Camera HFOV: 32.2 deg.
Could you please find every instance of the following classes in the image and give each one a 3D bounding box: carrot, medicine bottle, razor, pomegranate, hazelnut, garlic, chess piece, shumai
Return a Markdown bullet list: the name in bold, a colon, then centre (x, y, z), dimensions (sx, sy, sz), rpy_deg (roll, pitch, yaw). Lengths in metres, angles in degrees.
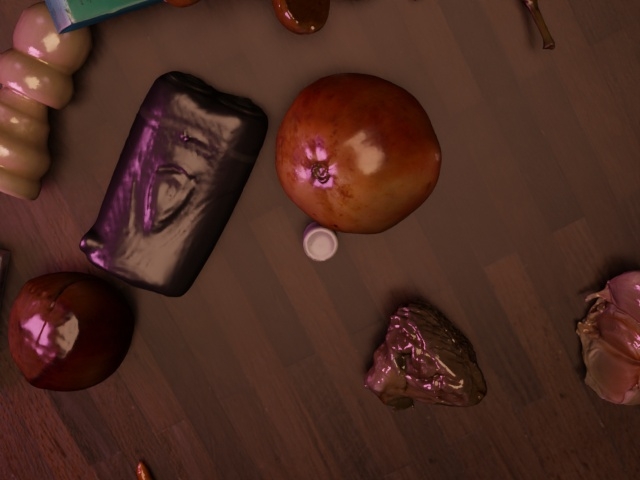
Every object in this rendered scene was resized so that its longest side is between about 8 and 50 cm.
- **carrot**: centre (-0.282, 0.465, 1.902), dimensions (0.037, 0.037, 0.190), rpy_deg (-12, 96, 1)
- **medicine bottle**: centre (0.000, 0.000, 1.799), dimensions (0.057, 0.089, 0.057), rpy_deg (0, 100, -2)
- **razor**: centre (-0.233, -0.088, 1.768), dimensions (0.204, 0.113, 0.349), rpy_deg (26, 100, -4)
- **pomegranate**: centre (0.070, -0.137, 1.714), dimensions (0.252, 0.270, 0.229), rpy_deg (37, 127, 24)
- **hazelnut**: centre (-0.391, 0.141, 1.781), dimensions (0.208, 0.208, 0.208), rpy_deg (0, 99, -1)
- **garlic**: centre (0.531, 0.153, 1.819), dimensions (0.143, 0.178, 0.229), rpy_deg (-4, 121, -31)
- **chess piece**: centre (-0.457, -0.228, 1.724), dimensions (0.167, 0.167, 0.299), rpy_deg (25, 94, -5)
- **shumai**: centre (0.161, 0.214, 1.810), dimensions (0.175, 0.166, 0.206), rpy_deg (-44, 73, 14)

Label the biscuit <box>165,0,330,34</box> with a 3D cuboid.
- **biscuit**: centre (-0.070, -0.438, 1.651), dimensions (0.432, 0.064, 0.283), rpy_deg (-3, 80, -34)

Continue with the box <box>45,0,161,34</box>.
- **box**: centre (-0.278, -0.451, 1.654), dimensions (0.311, 0.118, 0.205), rpy_deg (-24, 102, -21)

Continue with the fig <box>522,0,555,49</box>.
- **fig**: centre (0.327, -0.454, 1.707), dimensions (0.204, 0.186, 0.249), rpy_deg (17, 142, 15)

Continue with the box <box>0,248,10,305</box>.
- **box**: centre (-0.609, 0.122, 1.820), dimensions (0.155, 0.067, 0.242), rpy_deg (13, 99, -2)
